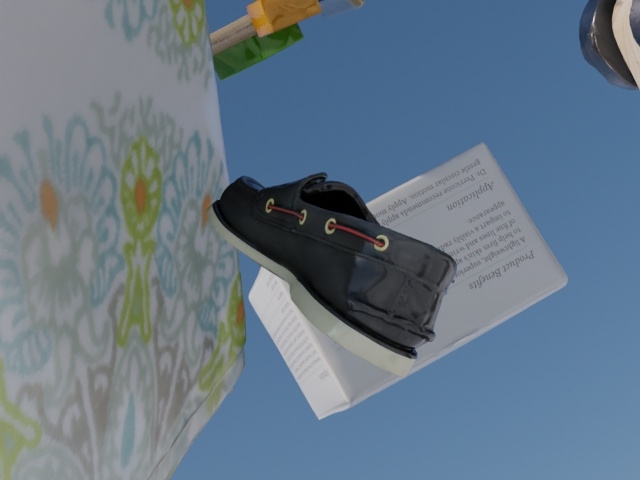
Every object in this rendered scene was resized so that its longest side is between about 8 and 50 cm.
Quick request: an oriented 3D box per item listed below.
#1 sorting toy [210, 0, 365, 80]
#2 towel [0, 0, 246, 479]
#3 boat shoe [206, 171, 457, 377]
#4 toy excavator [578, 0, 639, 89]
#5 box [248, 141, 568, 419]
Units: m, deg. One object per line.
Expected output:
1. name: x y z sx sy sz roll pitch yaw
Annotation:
1. sorting toy: -0.082 -0.111 0.759 0.229 0.041 0.307 -23 10 -2
2. towel: -0.131 -0.024 0.469 0.090 0.320 0.374 2 -65 15
3. boat shoe: 0.001 0.001 0.391 0.049 0.133 0.042 26 -86 -30
4. toy excavator: 0.503 -0.127 0.951 0.445 0.433 0.222 -29 6 3
5. box: 0.056 0.037 0.878 0.181 0.119 0.182 -28 -7 -13
